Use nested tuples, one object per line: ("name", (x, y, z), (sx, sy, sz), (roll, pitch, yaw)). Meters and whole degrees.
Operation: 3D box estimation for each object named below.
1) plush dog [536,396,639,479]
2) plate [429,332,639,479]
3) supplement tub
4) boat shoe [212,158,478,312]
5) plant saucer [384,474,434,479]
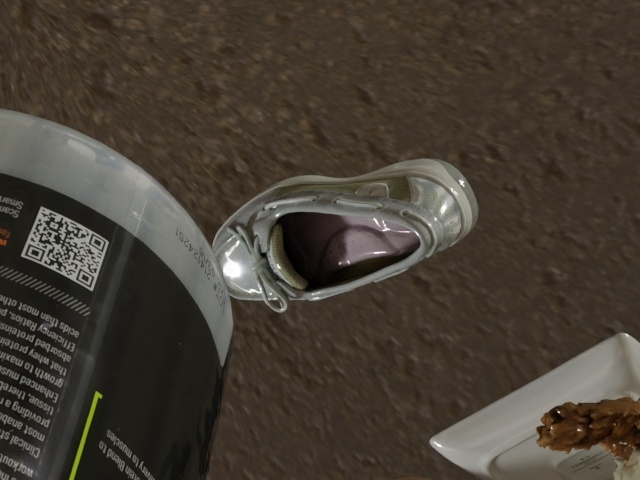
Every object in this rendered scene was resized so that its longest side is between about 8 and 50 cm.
("plush dog", (0.222, 0.185, 0.749), (0.210, 0.262, 0.225), (-5, 104, -4))
("plate", (0.318, 0.250, 1.688), (0.277, 0.045, 0.278), (-34, 129, 23))
("supplement tub", (-0.142, 0.115, 0.460), (0.193, 0.316, 0.194), (3, 128, 4))
("boat shoe", (0.002, 0.002, 1.393), (0.103, 0.320, 0.118), (-40, 112, -48))
("plant saucer", (0.156, 0.435, 1.748), (0.050, 0.311, 0.310), (-27, 111, 38))
